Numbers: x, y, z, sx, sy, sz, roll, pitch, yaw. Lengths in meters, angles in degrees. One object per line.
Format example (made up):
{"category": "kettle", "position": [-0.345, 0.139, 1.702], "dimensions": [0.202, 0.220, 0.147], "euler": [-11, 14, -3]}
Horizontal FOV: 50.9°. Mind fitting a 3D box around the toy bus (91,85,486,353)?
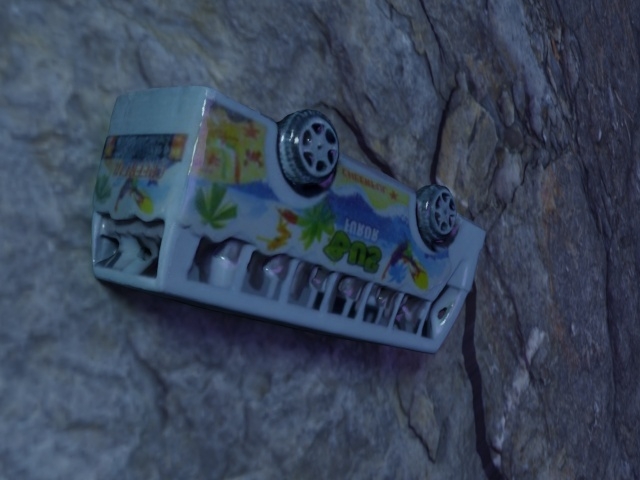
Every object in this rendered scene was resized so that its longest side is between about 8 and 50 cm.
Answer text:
{"category": "toy bus", "position": [0.000, 0.000, 0.498], "dimensions": [0.330, 0.109, 0.135], "euler": [20, 78, -46]}
